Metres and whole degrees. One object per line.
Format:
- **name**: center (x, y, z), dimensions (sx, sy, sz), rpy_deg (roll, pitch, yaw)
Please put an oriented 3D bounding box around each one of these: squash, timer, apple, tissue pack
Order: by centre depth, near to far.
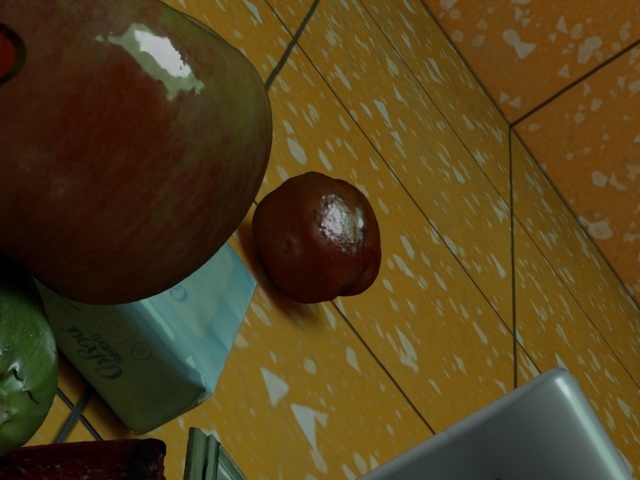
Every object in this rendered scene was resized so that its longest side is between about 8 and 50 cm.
- **squash**: center (-0.169, 0.051, 0.706), dimensions (0.069, 0.069, 0.239), rpy_deg (51, -4, -18)
- **apple**: center (-0.133, -0.062, 0.725), dimensions (0.209, 0.164, 0.209), rpy_deg (31, 5, -3)
- **tissue pack**: center (-0.159, -0.020, 0.918), dimensions (0.263, 0.089, 0.177), rpy_deg (54, 21, -17)
- **timer**: center (0.134, 0.225, 1.015), dimensions (0.195, 0.194, 0.192), rpy_deg (59, -3, 11)

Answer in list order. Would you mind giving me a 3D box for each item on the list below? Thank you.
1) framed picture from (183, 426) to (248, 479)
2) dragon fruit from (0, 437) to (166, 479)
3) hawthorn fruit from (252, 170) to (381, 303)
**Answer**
- **framed picture**: center (0.007, 0.245, 0.739), dimensions (0.273, 0.016, 0.216), rpy_deg (55, 10, -19)
- **dragon fruit**: center (-0.133, 0.166, 0.590), dimensions (0.189, 0.163, 0.262), rpy_deg (27, 9, 0)
- **hawthorn fruit**: center (0.000, 0.000, 1.261), dimensions (0.128, 0.128, 0.128), rpy_deg (49, 19, -24)
